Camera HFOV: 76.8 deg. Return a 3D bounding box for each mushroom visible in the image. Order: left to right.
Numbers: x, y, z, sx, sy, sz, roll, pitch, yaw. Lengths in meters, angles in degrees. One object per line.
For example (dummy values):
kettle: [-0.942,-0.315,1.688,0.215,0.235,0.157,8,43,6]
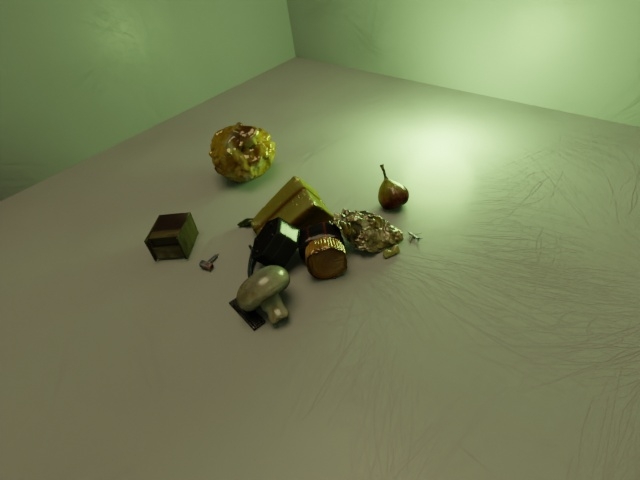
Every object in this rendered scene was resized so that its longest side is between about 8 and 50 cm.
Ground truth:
mushroom: [-0.212,0.229,1.662,0.243,0.244,0.244,-5,43,5]

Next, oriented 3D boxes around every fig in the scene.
fig: [0.351,-0.266,2.084,0.160,0.143,0.231,-30,74,-13]

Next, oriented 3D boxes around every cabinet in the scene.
cabinet: [-0.748,-0.015,2.047,0.174,0.148,0.215,-5,39,6]

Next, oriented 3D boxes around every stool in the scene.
stool: [-0.208,0.013,1.852,0.232,0.141,0.232,-41,30,30]

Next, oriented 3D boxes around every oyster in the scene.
oyster: [0.220,-0.056,1.882,0.351,0.115,0.238,18,46,-4]

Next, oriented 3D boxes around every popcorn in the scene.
popcorn: [-0.458,-0.517,2.414,0.353,0.345,0.390,9,-3,-42]

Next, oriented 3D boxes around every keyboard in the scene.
keyboard: [-0.314,0.304,1.716,0.061,0.013,0.204,-34,47,-25]

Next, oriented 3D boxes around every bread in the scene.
bread: [-0.156,-0.114,2.083,0.361,0.245,0.233,-40,57,11]
bread: [0.023,0.073,1.766,0.199,0.199,0.104,-11,43,-1]

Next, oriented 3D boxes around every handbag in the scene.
handbag: [0.000,0.000,1.878,0.215,0.155,0.169,-13,39,5]

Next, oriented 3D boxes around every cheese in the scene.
cheese: [0.323,0.048,1.847,0.083,0.044,0.030,-25,28,-12]

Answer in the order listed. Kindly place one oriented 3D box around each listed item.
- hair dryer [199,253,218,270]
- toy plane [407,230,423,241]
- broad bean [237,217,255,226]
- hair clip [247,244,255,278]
hair dryer: [-0.529,0.098,1.968,0.063,0.037,0.114,16,41,23]
toy plane: [0.443,-0.020,1.912,0.077,0.024,0.084,-35,41,-18]
broad bean: [-0.341,-0.098,2.132,0.195,0.046,0.061,4,42,13]
hair clip: [-0.315,0.125,1.896,0.083,0.048,0.275,-4,48,5]
